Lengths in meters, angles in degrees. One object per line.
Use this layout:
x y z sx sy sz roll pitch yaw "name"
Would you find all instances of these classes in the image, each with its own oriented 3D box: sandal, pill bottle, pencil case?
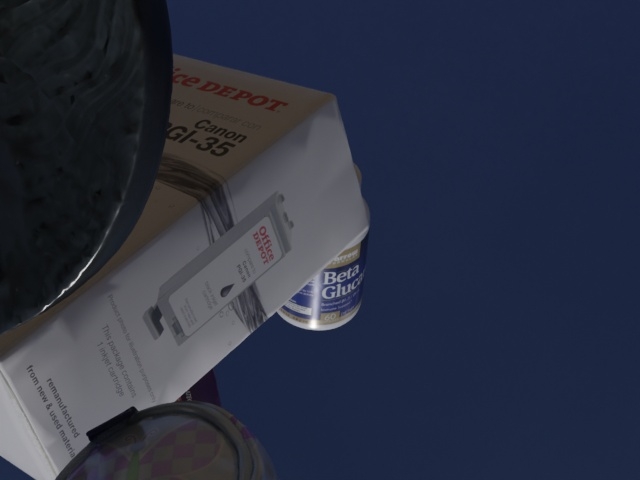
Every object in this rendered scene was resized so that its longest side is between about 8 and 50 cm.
-0.233 0.006 0.504 0.446 0.167 0.107 -29 -172 31 "sandal"
0.000 0.000 1.189 0.094 0.169 0.094 2 -137 -2 "pill bottle"
-0.038 0.208 0.600 0.124 0.273 0.113 -33 -146 -10 "pencil case"

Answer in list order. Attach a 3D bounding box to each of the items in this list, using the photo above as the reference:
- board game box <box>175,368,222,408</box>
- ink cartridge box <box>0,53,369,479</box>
-0.148 0.174 1.010 0.141 0.048 0.170 2 -130 -25 "board game box"
-0.139 0.000 0.787 0.207 0.117 0.283 20 -132 39 "ink cartridge box"
